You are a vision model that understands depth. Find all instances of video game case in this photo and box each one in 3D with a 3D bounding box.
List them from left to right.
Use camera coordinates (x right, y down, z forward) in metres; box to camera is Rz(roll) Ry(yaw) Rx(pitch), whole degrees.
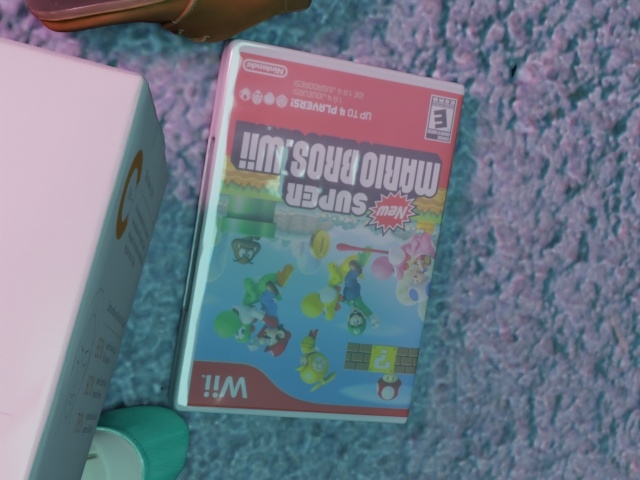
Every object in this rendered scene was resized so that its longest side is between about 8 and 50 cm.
[{"bbox_3d":[0.000,0.000,0.854,0.204,0.025,0.285,7,95,-24],"label":"video game case"}]

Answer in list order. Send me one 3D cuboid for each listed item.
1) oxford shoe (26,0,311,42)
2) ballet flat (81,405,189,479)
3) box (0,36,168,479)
[{"bbox_3d":[-0.098,-0.170,0.767,0.212,0.076,0.076,-13,136,-14],"label":"oxford shoe"},{"bbox_3d":[-0.201,0.180,0.758,0.247,0.087,0.083,-16,86,-20],"label":"ballet flat"},{"bbox_3d":[-0.215,0.076,0.615,0.168,0.215,0.345,15,79,-2],"label":"box"}]
